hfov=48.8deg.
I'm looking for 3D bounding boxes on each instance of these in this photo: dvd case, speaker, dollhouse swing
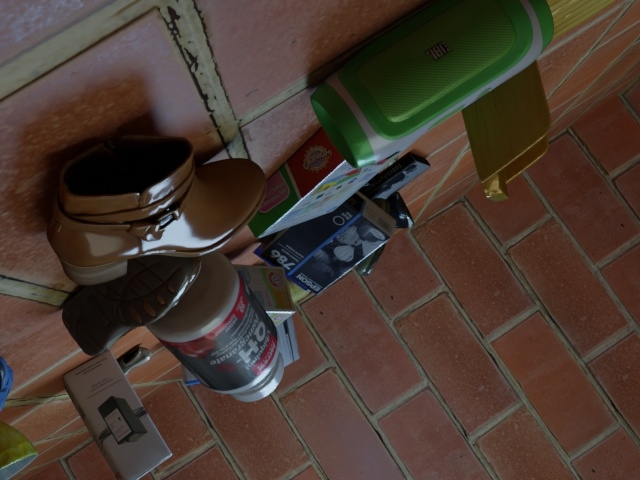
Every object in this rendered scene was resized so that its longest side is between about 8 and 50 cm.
[{"bbox_3d":[0.184,-0.152,1.791,0.179,0.029,0.239,-36,172,16],"label":"dvd case"},{"bbox_3d":[0.139,-0.215,0.887,0.297,0.131,0.131,-33,172,-4],"label":"speaker"},{"bbox_3d":[0.376,-0.253,1.103,0.305,0.314,0.347,-15,177,16],"label":"dollhouse swing"}]

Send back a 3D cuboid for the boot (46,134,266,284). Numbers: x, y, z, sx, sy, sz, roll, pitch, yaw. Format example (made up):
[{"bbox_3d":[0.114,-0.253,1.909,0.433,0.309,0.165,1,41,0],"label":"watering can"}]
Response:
[{"bbox_3d":[-0.162,-0.062,0.776,0.284,0.109,0.220,-22,163,-26],"label":"boot"}]

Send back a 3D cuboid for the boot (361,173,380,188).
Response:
[{"bbox_3d":[0.059,-0.108,1.502,0.121,0.045,0.099,-17,161,-40],"label":"boot"}]

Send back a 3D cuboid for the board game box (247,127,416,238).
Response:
[{"bbox_3d":[0.040,-0.135,1.194,0.316,0.064,0.242,-39,170,35],"label":"board game box"}]

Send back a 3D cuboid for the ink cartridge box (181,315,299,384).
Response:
[{"bbox_3d":[-0.237,0.323,2.160,0.286,0.166,0.395,-10,173,4],"label":"ink cartridge box"}]

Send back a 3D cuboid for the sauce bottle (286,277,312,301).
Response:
[{"bbox_3d":[-0.082,0.126,2.119,0.111,0.111,0.344,-38,172,28],"label":"sauce bottle"}]

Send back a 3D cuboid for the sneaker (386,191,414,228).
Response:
[{"bbox_3d":[0.180,-0.059,2.003,0.124,0.107,0.283,-27,179,-3],"label":"sneaker"}]

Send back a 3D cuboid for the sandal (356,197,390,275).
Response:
[{"bbox_3d":[0.102,-0.026,1.635,0.302,0.086,0.120,-76,-173,-66],"label":"sandal"}]

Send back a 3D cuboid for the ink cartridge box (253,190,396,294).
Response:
[{"bbox_3d":[-0.006,0.011,1.515,0.333,0.165,0.065,-41,-161,42],"label":"ink cartridge box"}]

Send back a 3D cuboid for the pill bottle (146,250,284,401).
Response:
[{"bbox_3d":[-0.178,0.169,1.277,0.176,0.176,0.318,-33,140,-5],"label":"pill bottle"}]

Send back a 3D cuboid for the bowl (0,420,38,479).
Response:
[{"bbox_3d":[-0.653,0.380,1.197,0.290,0.156,0.289,-32,172,-5],"label":"bowl"}]

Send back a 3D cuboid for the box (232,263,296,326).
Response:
[{"bbox_3d":[-0.170,0.122,1.485,0.203,0.114,0.103,6,147,-39],"label":"box"}]

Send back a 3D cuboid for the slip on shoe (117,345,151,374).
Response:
[{"bbox_3d":[-0.504,0.316,1.835,0.135,0.051,0.041,-28,134,18],"label":"slip on shoe"}]

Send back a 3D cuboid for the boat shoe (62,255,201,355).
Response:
[{"bbox_3d":[-0.269,0.068,1.048,0.324,0.123,0.116,-28,-179,42],"label":"boat shoe"}]

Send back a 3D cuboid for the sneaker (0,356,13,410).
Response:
[{"bbox_3d":[-0.523,0.215,1.116,0.209,0.069,0.082,-55,-168,46],"label":"sneaker"}]

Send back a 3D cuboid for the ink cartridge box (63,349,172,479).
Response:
[{"bbox_3d":[-0.486,0.431,1.678,0.122,0.289,0.211,-29,171,-26],"label":"ink cartridge box"}]
